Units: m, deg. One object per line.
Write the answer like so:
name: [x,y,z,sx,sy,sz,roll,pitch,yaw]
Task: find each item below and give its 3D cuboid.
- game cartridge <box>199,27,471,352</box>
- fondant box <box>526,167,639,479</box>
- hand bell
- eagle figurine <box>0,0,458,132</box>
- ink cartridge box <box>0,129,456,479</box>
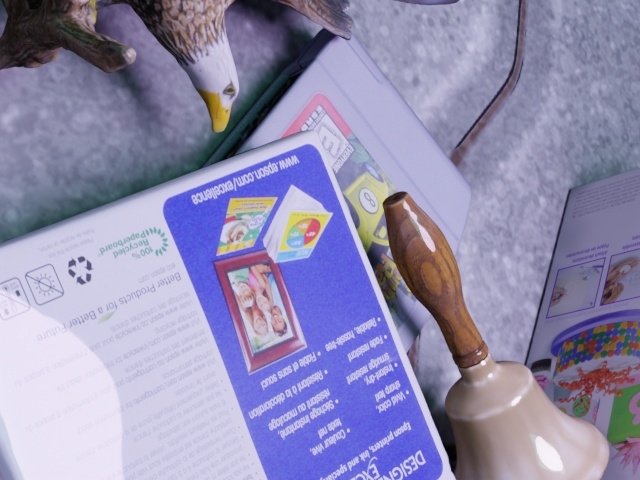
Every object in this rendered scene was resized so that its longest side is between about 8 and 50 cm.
game cartridge: [0.000,0.000,0.965,0.196,0.060,0.294,53,49,-22]
fondant box: [0.285,0.082,1.065,0.096,0.238,0.330,40,54,-28]
hand bell: [0.100,0.071,0.954,0.126,0.126,0.242,-46,117,-40]
eagle figurine: [-0.064,-0.180,0.859,0.298,0.225,0.226,-29,62,-28]
ink cartridge box: [-0.059,0.117,0.794,0.304,0.072,0.307,-25,96,-47]
